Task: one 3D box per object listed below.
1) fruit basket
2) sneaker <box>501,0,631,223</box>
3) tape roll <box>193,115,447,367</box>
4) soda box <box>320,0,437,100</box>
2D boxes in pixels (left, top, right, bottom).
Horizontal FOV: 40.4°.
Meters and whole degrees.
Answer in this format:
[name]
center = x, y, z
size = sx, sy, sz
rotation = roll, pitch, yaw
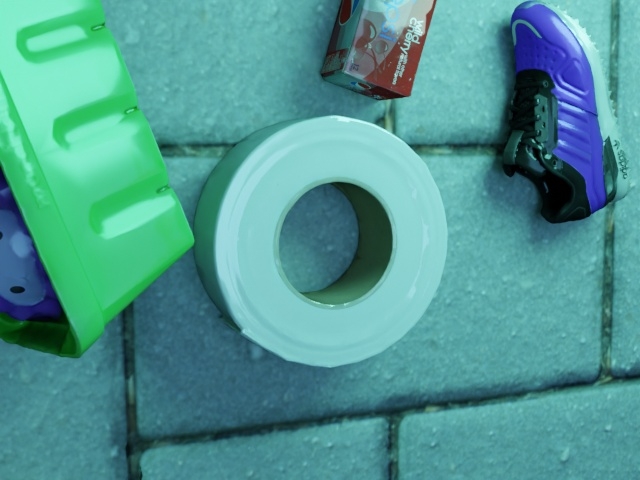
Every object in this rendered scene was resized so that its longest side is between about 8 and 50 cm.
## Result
[fruit basket]
center = -0.355, -0.052, 0.788
size = 0.392, 0.283, 0.391
rotation = 1, 88, -38
[sneaker]
center = 0.287, -0.151, 1.100
size = 0.146, 0.102, 0.293
rotation = -30, 106, -15
[tape roll]
center = 0.000, 0.000, 1.005
size = 0.286, 0.100, 0.286
rotation = -3, 97, -22
[soda box]
center = 0.085, -0.301, 1.014
size = 0.092, 0.083, 0.263
rotation = 16, 90, -22
